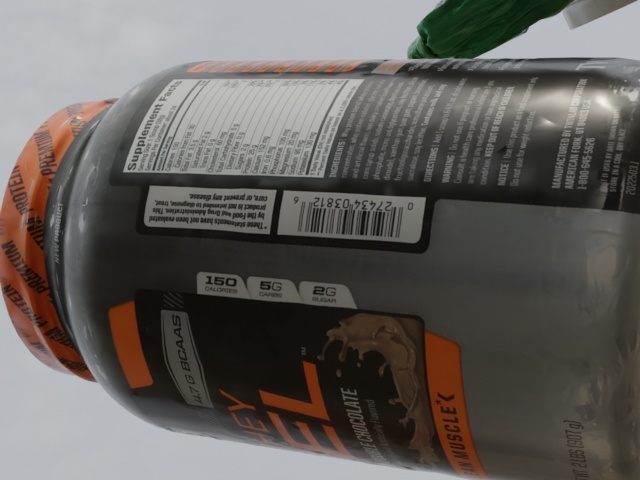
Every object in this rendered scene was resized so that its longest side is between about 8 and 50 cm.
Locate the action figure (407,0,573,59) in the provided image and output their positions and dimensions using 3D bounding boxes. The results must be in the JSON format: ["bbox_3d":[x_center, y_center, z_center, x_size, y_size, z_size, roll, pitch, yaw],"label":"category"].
[{"bbox_3d":[0.184,-0.256,1.118,0.232,0.064,0.137,-34,-49,24],"label":"action figure"}]

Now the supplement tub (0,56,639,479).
[{"bbox_3d":[0.016,0.009,0.551,0.207,0.337,0.207,-16,-72,-63],"label":"supplement tub"}]

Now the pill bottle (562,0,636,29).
[{"bbox_3d":[0.300,-0.431,1.291,0.181,0.181,0.323,-26,-84,-19],"label":"pill bottle"}]
